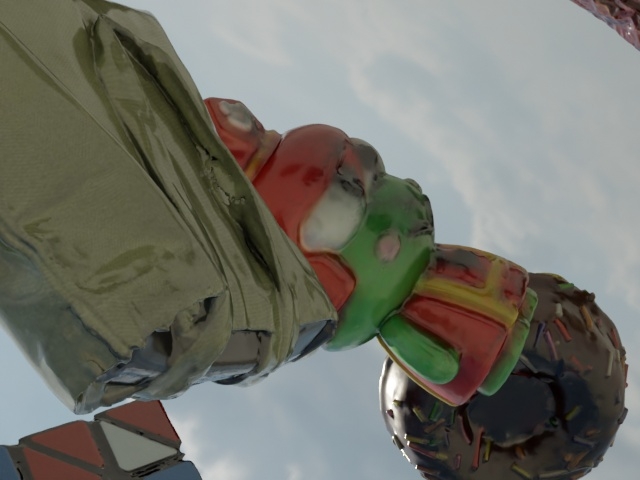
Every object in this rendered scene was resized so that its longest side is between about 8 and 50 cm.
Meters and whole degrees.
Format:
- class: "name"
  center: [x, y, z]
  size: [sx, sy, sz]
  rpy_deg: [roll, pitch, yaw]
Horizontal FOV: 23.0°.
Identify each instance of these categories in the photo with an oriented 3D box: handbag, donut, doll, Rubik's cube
- class: "handbag"
  center: [-0.111, -0.036, 0.789]
  size: [0.253, 0.109, 0.316]
  rpy_deg: [54, -165, 12]
- class: "donut"
  center: [0.170, 0.141, 1.403]
  size: [0.235, 0.235, 0.089]
  rpy_deg: [31, -160, -20]
- class: "doll"
  center: [0.001, 0.000, 1.259]
  size: [0.363, 0.160, 0.182]
  rpy_deg: [36, -144, -6]
- class: "Rubik's cube"
  center: [-0.206, 0.202, 1.378]
  size: [0.250, 0.284, 0.234]
  rpy_deg: [42, -141, -19]

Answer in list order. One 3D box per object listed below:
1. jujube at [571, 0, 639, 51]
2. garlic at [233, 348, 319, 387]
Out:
- class: "jujube"
  center: [0.345, -0.317, 1.729]
  size: [0.190, 0.190, 0.255]
  rpy_deg: [13, -134, -56]
- class: "garlic"
  center: [-0.067, 0.029, 1.757]
  size: [0.185, 0.281, 0.203]
  rpy_deg: [7, 165, 6]
